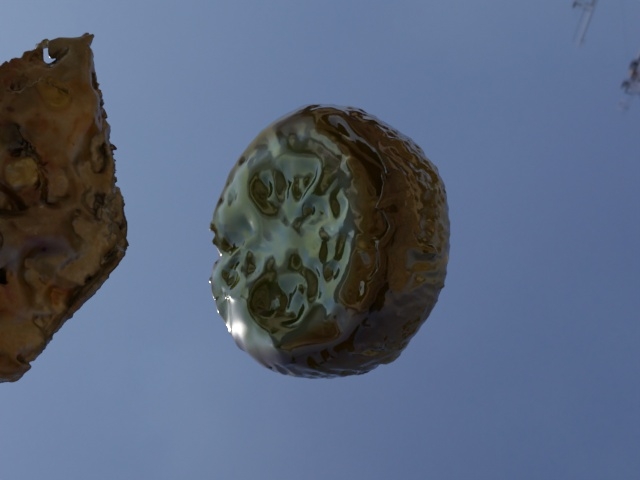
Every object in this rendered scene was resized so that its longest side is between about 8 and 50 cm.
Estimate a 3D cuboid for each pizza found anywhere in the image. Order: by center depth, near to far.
[{"bbox_3d":[-0.230,-0.035,0.672,0.189,0.071,0.297,39,-122,-17],"label":"pizza"}]

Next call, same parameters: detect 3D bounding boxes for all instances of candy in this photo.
[{"bbox_3d":[0.000,0.000,0.815,0.118,0.260,0.260,14,-154,-48],"label":"candy"}]
